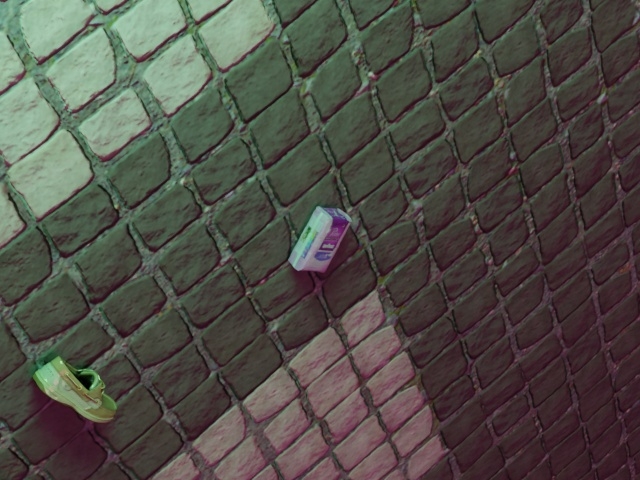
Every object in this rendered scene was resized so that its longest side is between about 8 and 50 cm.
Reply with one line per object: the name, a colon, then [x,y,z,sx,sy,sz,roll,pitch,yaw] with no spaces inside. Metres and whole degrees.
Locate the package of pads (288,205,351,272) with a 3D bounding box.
package of pads: [0.000,0.000,1.928,0.050,0.032,0.083,4,120,-51]

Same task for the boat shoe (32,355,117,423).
boat shoe: [-0.271,0.171,1.789,0.045,0.050,0.135,-45,145,5]
